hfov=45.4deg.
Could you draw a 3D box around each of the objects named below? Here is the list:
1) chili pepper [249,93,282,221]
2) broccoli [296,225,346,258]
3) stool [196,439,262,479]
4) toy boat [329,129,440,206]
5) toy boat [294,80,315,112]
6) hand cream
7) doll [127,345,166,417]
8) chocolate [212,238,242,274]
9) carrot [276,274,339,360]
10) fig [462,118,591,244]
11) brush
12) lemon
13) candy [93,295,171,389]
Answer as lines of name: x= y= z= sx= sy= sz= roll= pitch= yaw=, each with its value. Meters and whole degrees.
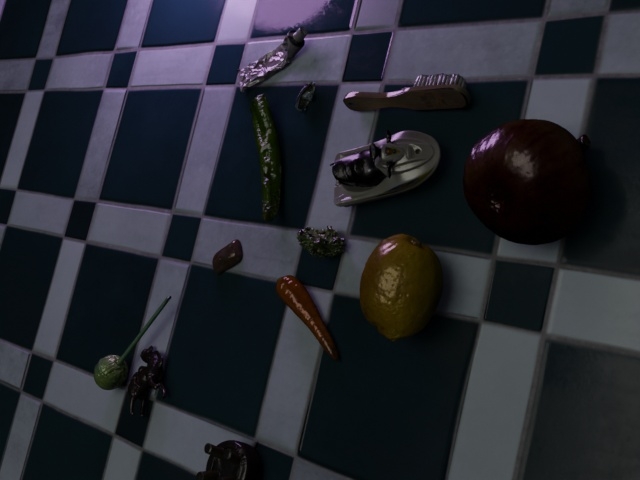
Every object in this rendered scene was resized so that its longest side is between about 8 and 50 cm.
chili pepper: x=-0.131 y=-0.202 z=1.899 sx=0.085 sy=0.076 sz=0.359 roll=131 pitch=137 yaw=-52
broccoli: x=0.000 y=0.000 z=1.720 sx=0.095 sy=0.092 sz=0.097 roll=-31 pitch=69 yaw=7
stool: x=-0.220 y=0.538 z=1.725 sx=0.125 sy=0.121 sz=0.217 roll=41 pitch=98 yaw=37
toy boat: x=0.124 y=-0.163 z=1.647 sx=0.269 sy=0.140 sz=0.141 roll=-20 pitch=64 yaw=49
toy boat: x=-0.035 y=-0.357 z=1.890 sx=0.038 sy=0.038 sz=0.083 roll=29 pitch=96 yaw=40
hand cream: x=-0.124 y=-0.476 z=1.993 sx=0.257 sy=0.050 sz=0.084 roll=-31 pitch=57 yaw=36
doll: x=-0.456 y=0.360 z=2.009 sx=0.139 sy=0.057 sz=0.165 roll=-43 pitch=46 yaw=24
chocolate: x=-0.244 y=0.040 z=1.947 sx=0.100 sy=0.031 sz=0.065 roll=-31 pitch=55 yaw=30
carrot: x=-0.027 y=0.166 z=1.719 sx=0.061 sy=0.061 sz=0.257 roll=-50 pitch=55 yaw=16
fig: x=0.378 y=-0.106 z=1.387 sx=0.235 sy=0.214 sz=0.235 roll=8 pitch=106 yaw=29
brush: x=0.189 y=-0.326 z=1.690 sx=0.327 sy=0.070 sz=0.065 roll=4 pitch=61 yaw=41
lemon: x=0.158 y=0.093 z=1.518 sx=0.170 sy=0.170 sz=0.207 roll=20 pitch=93 yaw=41
candy: x=-0.495 y=0.271 z=2.042 sx=0.335 sy=0.093 sz=0.092 roll=-49 pitch=43 yaw=15
